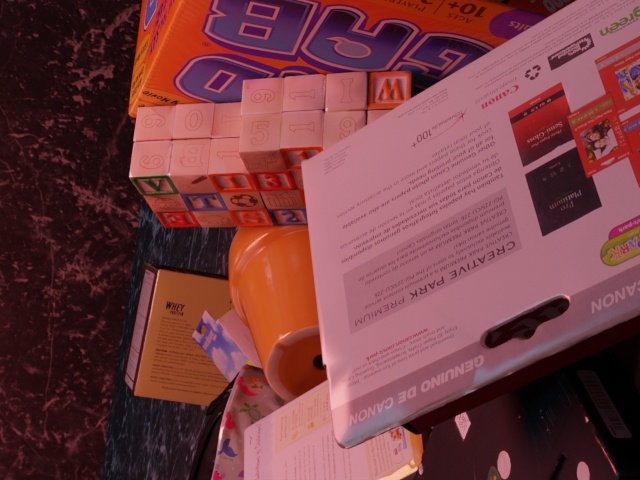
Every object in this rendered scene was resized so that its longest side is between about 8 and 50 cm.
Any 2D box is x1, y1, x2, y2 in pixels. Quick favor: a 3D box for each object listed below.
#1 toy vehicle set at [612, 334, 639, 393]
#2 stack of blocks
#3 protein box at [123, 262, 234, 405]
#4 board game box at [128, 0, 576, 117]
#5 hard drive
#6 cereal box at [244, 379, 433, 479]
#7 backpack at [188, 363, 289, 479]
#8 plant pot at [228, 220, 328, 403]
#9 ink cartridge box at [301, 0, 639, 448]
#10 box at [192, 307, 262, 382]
[{"bbox_3d":[0.215,0.040,1.017,0.267,0.035,0.166,180,100,-72],"label":"toy vehicle set"},{"bbox_3d":[-0.043,-0.089,1.273,0.171,0.297,0.087,67,-156,-63],"label":"stack of blocks"},{"bbox_3d":[-0.195,0.153,1.956,0.136,0.199,0.201,-166,87,-72],"label":"protein box"},{"bbox_3d":[0.025,-0.326,1.285,0.356,0.356,0.356,133,144,-60],"label":"board game box"},{"bbox_3d":[0.158,0.215,0.977,0.237,0.064,0.339,-111,30,-50],"label":"hard drive"},{"bbox_3d":[0.019,0.218,1.238,0.240,0.047,0.173,-34,36,28],"label":"cereal box"},{"bbox_3d":[-0.070,0.286,1.469,0.225,0.191,0.254,-68,-13,-76],"label":"backpack"},{"bbox_3d":[-0.001,0.080,1.365,0.188,0.205,0.205,-96,24,-51],"label":"plant pot"},{"bbox_3d":[0.151,0.001,0.849,0.309,0.130,0.272,-29,44,25],"label":"ink cartridge box"},{"bbox_3d":[-0.105,0.177,1.740,0.178,0.042,0.109,49,150,10],"label":"box"}]
